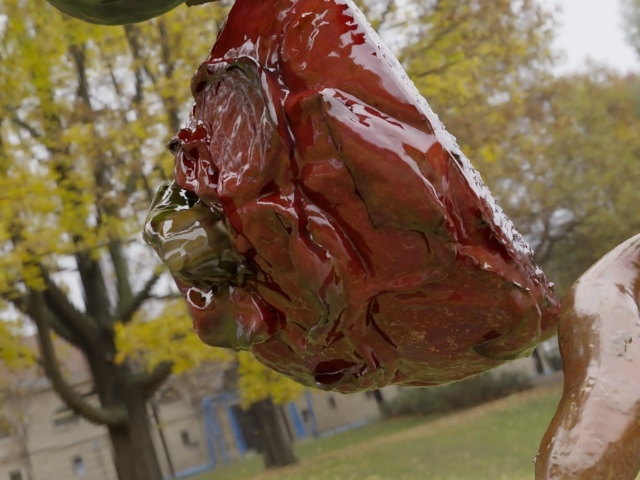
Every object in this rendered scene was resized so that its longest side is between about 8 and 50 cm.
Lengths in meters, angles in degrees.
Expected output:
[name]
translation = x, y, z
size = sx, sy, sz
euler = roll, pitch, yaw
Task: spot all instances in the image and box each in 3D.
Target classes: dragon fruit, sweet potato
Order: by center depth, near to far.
[sweet potato]
translation = 0.144, 0.079, 0.642
size = 0.058, 0.202, 0.055
euler = 32, -39, -14
[dragon fruit]
translation = 0.000, 0.000, 0.767
size = 0.205, 0.317, 0.152
euler = -36, 9, 8

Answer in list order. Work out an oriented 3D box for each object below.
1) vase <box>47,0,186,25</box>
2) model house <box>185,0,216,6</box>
[vase]
translation = -0.165, -0.271, 0.827
size = 0.245, 0.245, 0.291
euler = -19, -19, 3
[model house]
translation = -0.143, -0.400, 1.760
size = 0.248, 0.176, 0.181
euler = 15, -33, 22
